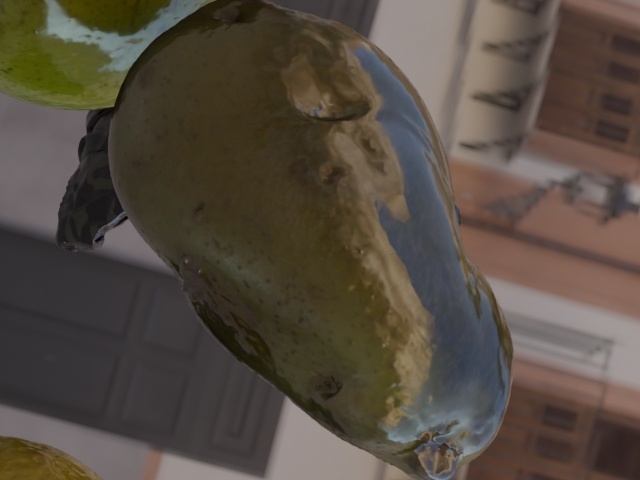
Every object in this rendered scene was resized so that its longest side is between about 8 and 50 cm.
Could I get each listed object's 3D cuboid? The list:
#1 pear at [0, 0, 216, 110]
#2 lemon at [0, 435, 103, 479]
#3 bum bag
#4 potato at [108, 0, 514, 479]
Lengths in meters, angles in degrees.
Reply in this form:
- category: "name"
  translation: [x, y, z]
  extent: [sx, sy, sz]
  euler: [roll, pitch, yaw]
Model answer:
- category: "pear"
  translation: [-0.190, -0.238, 1.305]
  extent: [0.294, 0.294, 0.294]
  euler: [-164, -90, -83]
- category: "lemon"
  translation: [-0.288, 0.334, 1.553]
  extent: [0.336, 0.336, 0.336]
  euler: [-164, -90, -83]
- category: "bum bag"
  translation: [-0.248, -0.128, 2.227]
  extent: [0.144, 0.095, 0.340]
  euler: [-24, -142, 32]
- category: "potato"
  translation: [0.003, -0.001, 1.163]
  extent: [0.351, 0.202, 0.218]
  euler: [60, 6, 14]
